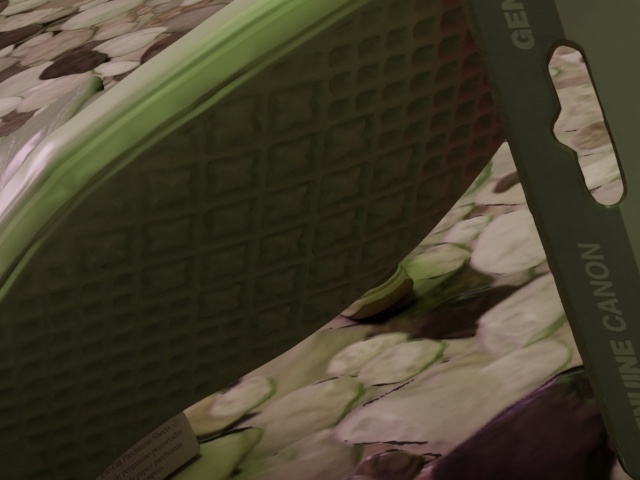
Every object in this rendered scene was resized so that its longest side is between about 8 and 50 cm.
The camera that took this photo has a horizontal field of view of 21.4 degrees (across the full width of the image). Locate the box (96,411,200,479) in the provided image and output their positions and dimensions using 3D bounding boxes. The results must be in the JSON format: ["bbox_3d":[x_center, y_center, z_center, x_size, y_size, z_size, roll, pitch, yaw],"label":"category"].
[{"bbox_3d":[-0.184,0.073,0.898,0.067,0.063,0.324,-34,25,-28],"label":"box"}]

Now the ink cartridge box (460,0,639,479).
[{"bbox_3d":[0.201,-0.084,0.578,0.272,0.309,0.130,-10,23,25],"label":"ink cartridge box"}]

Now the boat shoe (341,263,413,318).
[{"bbox_3d":[0.000,0.000,0.922,0.056,0.049,0.152,-30,23,-21],"label":"boat shoe"}]

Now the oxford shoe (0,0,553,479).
[{"bbox_3d":[-0.102,0.009,0.669,0.449,0.169,0.130,-40,51,15],"label":"oxford shoe"}]
